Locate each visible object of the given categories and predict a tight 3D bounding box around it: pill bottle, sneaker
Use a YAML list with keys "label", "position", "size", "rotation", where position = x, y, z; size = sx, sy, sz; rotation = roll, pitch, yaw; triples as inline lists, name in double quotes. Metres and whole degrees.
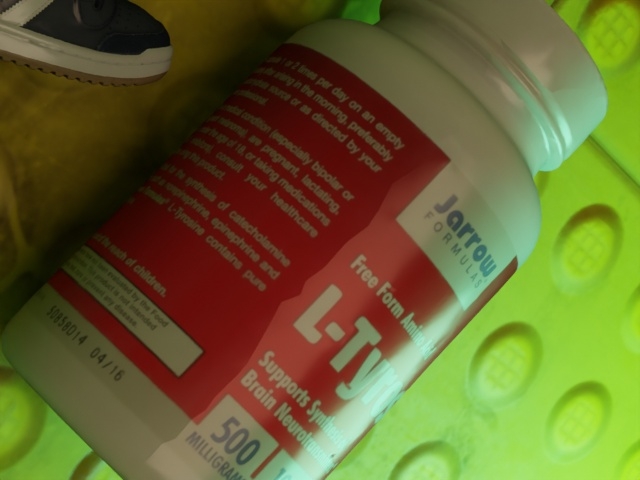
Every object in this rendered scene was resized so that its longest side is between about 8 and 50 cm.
- label: "pill bottle"
  position: [0.000, 0.000, 1.008]
  size: [0.408, 0.229, 0.229]
  rotation: [-47, 128, -8]
- label: "sneaker"
  position: [-0.194, -0.193, 0.874]
  size: [0.282, 0.099, 0.153]
  rotation: [13, 104, -34]
